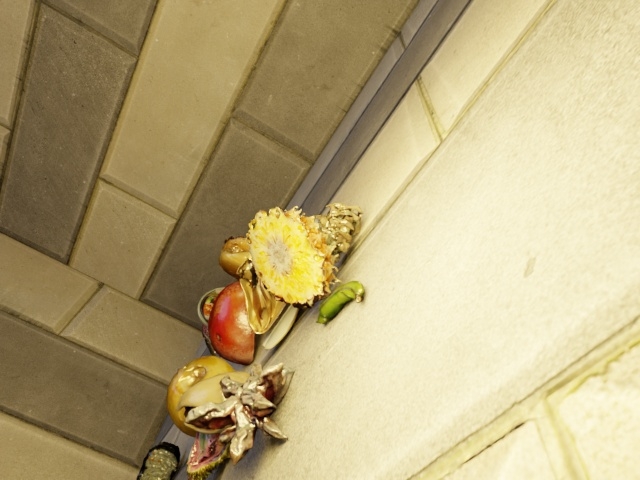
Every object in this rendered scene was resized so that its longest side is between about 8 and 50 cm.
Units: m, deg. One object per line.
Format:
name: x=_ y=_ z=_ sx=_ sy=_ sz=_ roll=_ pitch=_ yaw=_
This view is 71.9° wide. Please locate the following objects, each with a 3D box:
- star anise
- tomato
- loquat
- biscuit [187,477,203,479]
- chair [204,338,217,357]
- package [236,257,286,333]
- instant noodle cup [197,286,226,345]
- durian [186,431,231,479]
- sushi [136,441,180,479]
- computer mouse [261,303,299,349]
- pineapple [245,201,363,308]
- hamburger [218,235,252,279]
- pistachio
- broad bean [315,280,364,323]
star anise: x=-0.152 y=0.347 z=0.951 sx=0.213 sy=0.129 sz=0.282 roll=-21 pitch=13 yaw=15
tomato: x=-0.329 y=0.294 z=1.596 sx=0.338 sy=0.144 sz=0.337 roll=-175 pitch=90 yaw=-69
loquat: x=-0.347 y=0.477 z=1.341 sx=0.243 sy=0.244 sz=0.244 roll=-57 pitch=12 yaw=18
biscuit: x=-0.416 y=0.810 z=1.214 sx=0.283 sy=0.043 sz=0.306 roll=-59 pitch=11 yaw=7
chair: x=-0.392 y=0.453 z=1.526 sx=0.102 sy=0.212 sz=0.084 roll=-26 pitch=-21 yaw=-27
package: x=-0.168 y=0.145 z=1.352 sx=0.221 sy=0.165 sz=0.311 roll=-55 pitch=-1 yaw=-3
instant noodle cup: x=-0.404 y=0.353 z=1.894 sx=0.302 sy=0.259 sz=0.181 roll=-55 pitch=-12 yaw=-52
durian: x=-0.265 y=0.543 z=1.167 sx=0.108 sy=0.119 sz=0.186 roll=-8 pitch=54 yaw=27
sushi: x=-0.647 y=0.918 z=1.735 sx=0.126 sy=0.137 sz=0.224 roll=153 pitch=142 yaw=-85
computer mouse: x=-0.101 y=0.233 z=1.281 sx=0.199 sy=0.045 sz=0.102 roll=-55 pitch=6 yaw=8
pineapple: x=0.000 y=0.000 z=1.084 sx=0.272 sy=0.262 sz=0.262 roll=-31 pitch=-13 yaw=-44
hamburger: x=-0.239 y=0.075 z=1.682 sx=0.304 sy=0.285 sz=0.174 roll=144 pitch=141 yaw=-66
pistachio: x=-0.248 y=0.406 z=1.117 sx=0.238 sy=0.137 sz=0.153 roll=-19 pitch=10 yaw=1
broad bean: x=0.041 y=0.127 z=0.932 sx=0.195 sy=0.046 sz=0.061 roll=-41 pitch=20 yaw=56
